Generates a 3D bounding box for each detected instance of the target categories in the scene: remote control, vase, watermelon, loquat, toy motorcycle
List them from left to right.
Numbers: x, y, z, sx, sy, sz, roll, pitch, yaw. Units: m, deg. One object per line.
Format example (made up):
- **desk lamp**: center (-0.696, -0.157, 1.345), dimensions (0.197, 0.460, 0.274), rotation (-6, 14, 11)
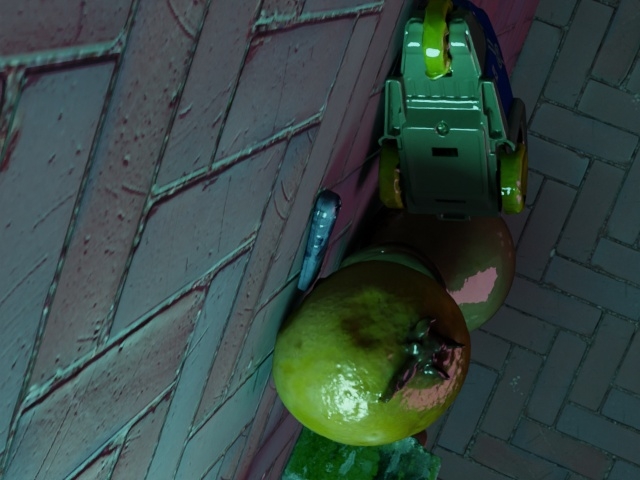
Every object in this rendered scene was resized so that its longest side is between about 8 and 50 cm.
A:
- **remote control**: center (-0.002, 0.000, 1.365), dimensions (0.152, 0.027, 0.043), rotation (106, 7, -50)
- **watermelon**: center (0.058, 0.465, 2.106), dimensions (0.151, 0.264, 0.302), rotation (-56, 169, -48)
- **loquat**: center (0.066, 0.137, 1.406), dimensions (0.244, 0.244, 0.244), rotation (23, 90, -81)
- **vase**: center (0.125, 0.077, 1.794), dimensions (0.329, 0.241, 0.302), rotation (-42, 176, 39)
- **toy motorcycle**: center (0.174, -0.192, 1.519), dimensions (0.200, 0.191, 0.326), rotation (-69, 157, -46)

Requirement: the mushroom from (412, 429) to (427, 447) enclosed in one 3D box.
- **mushroom**: center (0.106, 0.386, 2.327), dimensions (0.207, 0.215, 0.207), rotation (11, 90, -83)
